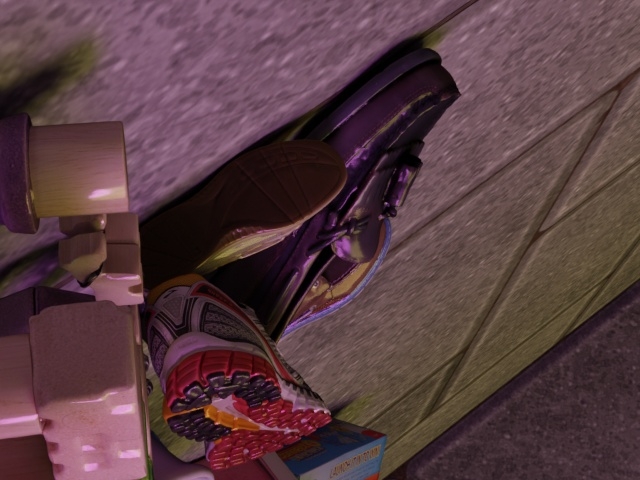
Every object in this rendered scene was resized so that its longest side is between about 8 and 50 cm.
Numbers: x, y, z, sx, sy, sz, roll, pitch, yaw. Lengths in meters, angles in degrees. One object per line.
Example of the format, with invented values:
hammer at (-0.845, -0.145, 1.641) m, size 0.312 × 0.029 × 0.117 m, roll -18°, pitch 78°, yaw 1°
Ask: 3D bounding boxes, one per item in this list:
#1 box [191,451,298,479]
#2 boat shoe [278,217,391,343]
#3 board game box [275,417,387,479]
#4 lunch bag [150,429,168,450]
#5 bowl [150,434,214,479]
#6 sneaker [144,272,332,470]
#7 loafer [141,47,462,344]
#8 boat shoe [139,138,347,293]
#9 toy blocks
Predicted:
box at (-0.128, 0.333, 1.738) m, size 0.148 × 0.127 × 0.232 m, roll -45°, pitch 166°, yaw 21°
boat shoe at (-0.022, 0.037, 1.177) m, size 0.183 × 0.066 × 0.066 m, roll -42°, pitch 165°, yaw 12°
board game box at (-0.033, 0.410, 2.000) m, size 0.308 × 0.086 × 0.302 m, roll -6°, pitch 109°, yaw -67°
lunch bag at (-0.210, 0.335, 1.323) m, size 0.328 × 0.239 × 0.385 m, roll -38°, pitch -177°, yaw -9°
bowl at (-0.226, 0.197, 1.005) m, size 0.298 × 0.134 × 0.298 m, roll -37°, pitch 167°, yaw -10°
sneaker at (-0.053, 0.083, 0.977) m, size 0.088 × 0.092 × 0.225 m, roll -22°, pitch 157°, yaw 0°
loafer at (0.000, 0.000, 1.050) m, size 0.302 × 0.095 × 0.109 m, roll -45°, pitch 166°, yaw 24°
boat shoe at (-0.054, -0.014, 0.959) m, size 0.153 × 0.056 × 0.048 m, roll -33°, pitch 173°, yaw -13°
toy blocks at (-0.208, 0.109, 0.703) m, size 0.260 × 0.309 × 0.288 m, roll -5°, pitch 148°, yaw -5°
